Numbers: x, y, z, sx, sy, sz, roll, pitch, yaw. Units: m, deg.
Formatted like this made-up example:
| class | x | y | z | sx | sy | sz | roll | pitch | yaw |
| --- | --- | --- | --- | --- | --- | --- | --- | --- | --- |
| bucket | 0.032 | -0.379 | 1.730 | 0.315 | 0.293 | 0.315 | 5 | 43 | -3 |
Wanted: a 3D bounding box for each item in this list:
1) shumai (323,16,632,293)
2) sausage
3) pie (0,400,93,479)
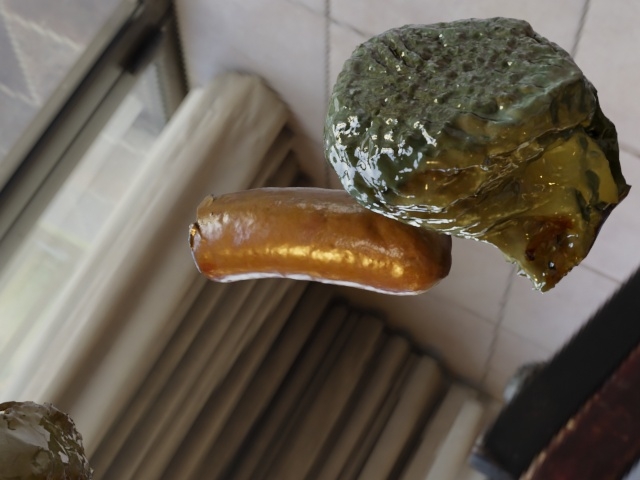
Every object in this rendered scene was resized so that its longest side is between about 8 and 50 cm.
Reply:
| class | x | y | z | sx | sy | sz | roll | pitch | yaw |
| --- | --- | --- | --- | --- | --- | --- | --- | --- | --- |
| shumai | 0.124 | -0.068 | 1.181 | 0.260 | 0.225 | 0.222 | 20 | 140 | 37 |
| sausage | 0.001 | -0.002 | 1.344 | 0.270 | 0.109 | 0.109 | 5 | 147 | 22 |
| pie | -0.269 | 0.220 | 0.798 | 0.092 | 0.315 | 0.315 | 50 | 161 | 19 |
